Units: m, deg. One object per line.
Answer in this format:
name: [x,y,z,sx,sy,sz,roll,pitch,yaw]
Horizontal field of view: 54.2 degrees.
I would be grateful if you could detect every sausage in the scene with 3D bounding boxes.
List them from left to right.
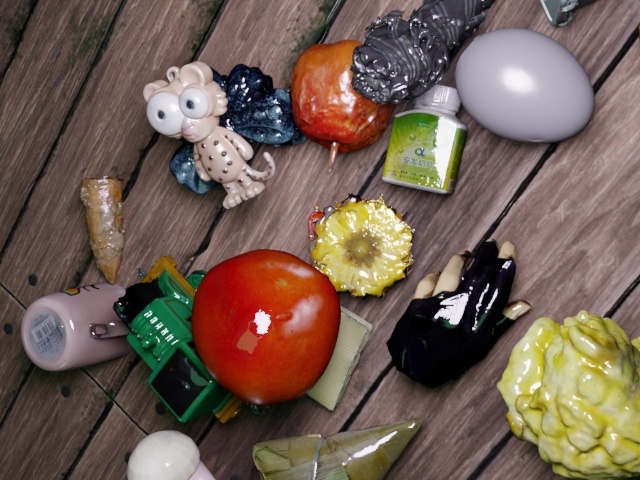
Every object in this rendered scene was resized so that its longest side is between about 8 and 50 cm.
sausage: [0.000,0.000,1.278,0.050,0.048,0.145,-6,89,62]

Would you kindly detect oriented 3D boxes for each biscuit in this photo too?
biscuit: [0.020,0.233,1.283,0.121,0.040,0.199,29,105,23]

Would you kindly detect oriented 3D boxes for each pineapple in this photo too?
pineapple: [0.084,0.009,1.218,0.225,0.076,0.225,1,97,10]

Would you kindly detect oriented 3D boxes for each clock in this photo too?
clock: [-0.278,0.567,1.305,0.326,0.184,0.342,47,143,13]

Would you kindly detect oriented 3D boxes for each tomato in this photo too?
tomato: [-0.099,0.144,1.152,0.298,0.298,0.226,44,143,16]

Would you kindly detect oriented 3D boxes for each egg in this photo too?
egg: [0.342,-0.254,1.044,0.232,0.176,0.176,29,104,17]

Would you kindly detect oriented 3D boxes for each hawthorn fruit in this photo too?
hawthorn fruit: [0.038,-0.235,1.158,0.207,0.207,0.243,8,80,23]

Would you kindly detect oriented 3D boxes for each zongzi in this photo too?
zongzi: [0.065,0.521,1.211,0.360,0.160,0.323,-18,76,16]

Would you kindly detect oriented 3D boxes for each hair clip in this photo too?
hair clip: [-0.186,-0.240,1.276,0.310,0.194,0.206,-28,88,21]

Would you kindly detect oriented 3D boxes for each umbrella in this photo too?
umbrella: [0.197,-0.345,1.045,0.337,0.128,0.154,-33,56,-17]

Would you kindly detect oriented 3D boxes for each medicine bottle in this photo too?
medicine bottle: [0.199,-0.188,1.157,0.132,0.088,0.188,14,99,23]

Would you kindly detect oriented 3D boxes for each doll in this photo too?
doll: [-0.202,-0.193,1.151,0.154,0.119,0.278,-32,103,27]

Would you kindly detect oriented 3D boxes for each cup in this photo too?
cup: [-0.532,0.200,1.437,0.253,0.200,0.191,-3,91,23]

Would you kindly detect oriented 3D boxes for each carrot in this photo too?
carrot: [-0.509,-0.023,1.486,0.102,0.102,0.263,1,99,24]

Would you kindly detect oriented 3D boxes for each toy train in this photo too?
toy train: [-0.278,0.211,1.299,0.429,0.249,0.178,44,108,15]

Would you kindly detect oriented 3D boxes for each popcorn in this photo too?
popcorn: [0.435,0.236,0.995,0.293,0.293,0.237,54,146,12]

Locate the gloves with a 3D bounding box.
gloves: [0.259,0.131,1.130,0.197,0.152,0.301,28,90,-8]

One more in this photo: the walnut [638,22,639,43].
walnut: [0.584,-0.268,0.925,0.209,0.209,0.336,-1,93,24]

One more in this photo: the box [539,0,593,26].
box: [0.408,-0.494,1.020,0.135,0.163,0.243,-21,83,14]
